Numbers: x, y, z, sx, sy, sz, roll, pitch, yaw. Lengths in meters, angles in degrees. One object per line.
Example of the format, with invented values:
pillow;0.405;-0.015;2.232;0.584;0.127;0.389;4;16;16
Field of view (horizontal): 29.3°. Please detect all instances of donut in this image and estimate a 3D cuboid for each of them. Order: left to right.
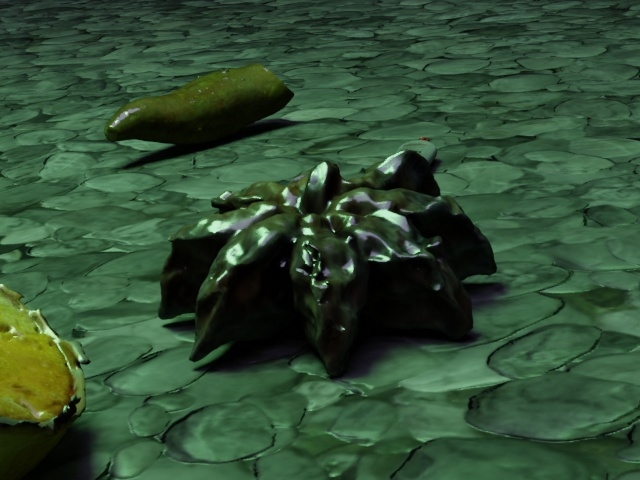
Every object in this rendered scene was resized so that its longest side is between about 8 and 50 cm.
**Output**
donut;-0.200;0.075;0.669;0.146;0.078;0.181;22;13;-30

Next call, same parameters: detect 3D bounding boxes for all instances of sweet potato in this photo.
sweet potato;-0.140;-0.143;1.352;0.244;0.077;0.077;-21;24;-34

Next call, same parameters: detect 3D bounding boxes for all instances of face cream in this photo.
face cream;0.093;-0.084;1.196;0.040;0.021;0.083;0;20;17

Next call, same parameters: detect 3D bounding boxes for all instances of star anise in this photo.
star anise;0.000;0.000;0.854;0.223;0.109;0.236;-3;20;21

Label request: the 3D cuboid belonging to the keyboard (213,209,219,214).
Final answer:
keyboard;-0.024;-0.019;1.054;0.155;0.010;0.053;2;21;21
